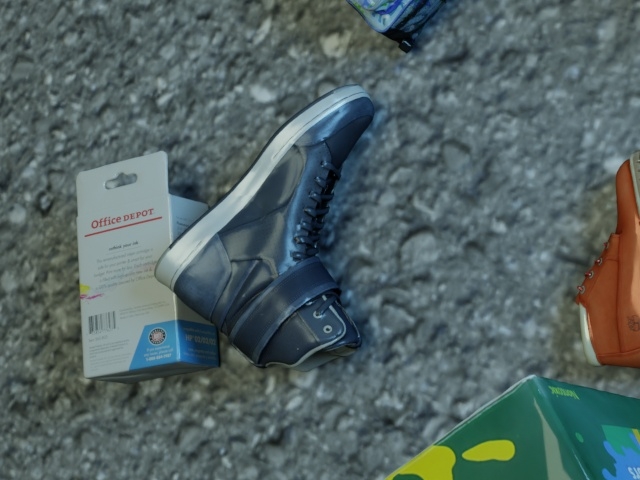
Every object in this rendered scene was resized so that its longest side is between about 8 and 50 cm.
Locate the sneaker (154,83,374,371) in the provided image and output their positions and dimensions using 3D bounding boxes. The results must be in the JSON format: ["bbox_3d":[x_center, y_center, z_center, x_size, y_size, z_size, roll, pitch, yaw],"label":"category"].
[{"bbox_3d":[0.000,0.001,1.300,0.163,0.086,0.226,43,93,19],"label":"sneaker"}]

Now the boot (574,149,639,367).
[{"bbox_3d":[0.217,0.015,1.173,0.084,0.059,0.158,-11,77,36],"label":"boot"}]

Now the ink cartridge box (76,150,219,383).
[{"bbox_3d":[-0.149,0.024,1.399,0.104,0.061,0.181,-12,76,30],"label":"ink cartridge box"}]

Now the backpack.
[{"bbox_3d":[0.063,-0.229,1.297,0.114,0.084,0.105,-46,63,14],"label":"backpack"}]

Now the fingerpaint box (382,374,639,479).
[{"bbox_3d":[0.237,0.281,0.877,0.163,0.445,0.371,-39,63,20],"label":"fingerpaint box"}]
